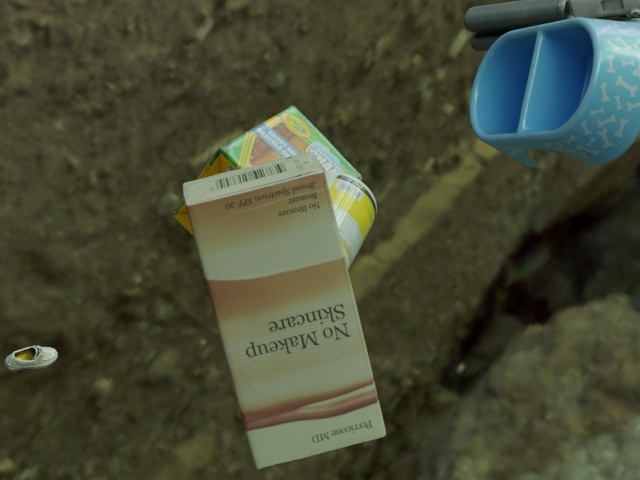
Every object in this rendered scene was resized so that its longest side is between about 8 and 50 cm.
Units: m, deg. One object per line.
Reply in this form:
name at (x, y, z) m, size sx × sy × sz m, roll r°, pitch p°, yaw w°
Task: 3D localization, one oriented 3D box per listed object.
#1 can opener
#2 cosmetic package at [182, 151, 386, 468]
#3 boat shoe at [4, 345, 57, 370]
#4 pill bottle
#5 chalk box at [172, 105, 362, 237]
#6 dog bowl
can opener at (0.349, -0.317, 2.057) m, size 0.076 × 0.283 × 0.095 m, roll 65°, pitch 34°, yaw -37°
cosmetic package at (-0.039, 0.071, 1.457) m, size 0.153 × 0.296 × 0.129 m, roll -16°, pitch -165°, yaw -3°
boat shoe at (-0.477, 0.192, 2.294) m, size 0.100 × 0.035 × 0.035 m, roll -4°, pitch 148°, yaw -45°
pill bottle at (0.000, 0.000, 1.813) m, size 0.103 × 0.103 × 0.184 m, roll 110°, pitch 7°, yaw -45°
chalk box at (-0.068, -0.087, 2.284) m, size 0.179 × 0.180 × 0.289 m, roll -50°, pitch 173°, yaw 39°
dog bowl at (0.269, -0.174, 1.584) m, size 0.297 × 0.074 × 0.166 m, roll 6°, pitch -98°, yaw 66°
